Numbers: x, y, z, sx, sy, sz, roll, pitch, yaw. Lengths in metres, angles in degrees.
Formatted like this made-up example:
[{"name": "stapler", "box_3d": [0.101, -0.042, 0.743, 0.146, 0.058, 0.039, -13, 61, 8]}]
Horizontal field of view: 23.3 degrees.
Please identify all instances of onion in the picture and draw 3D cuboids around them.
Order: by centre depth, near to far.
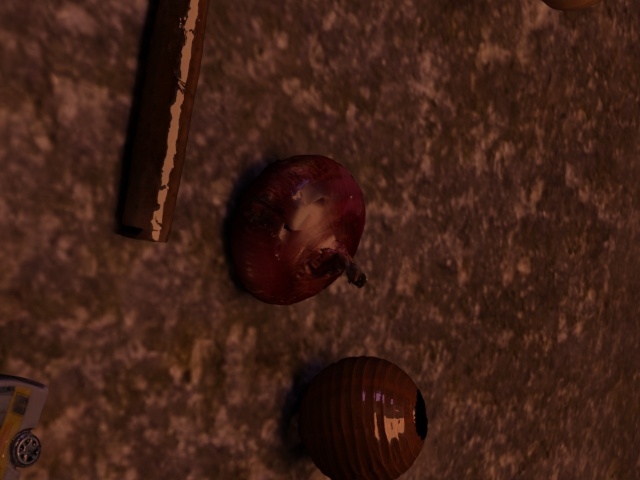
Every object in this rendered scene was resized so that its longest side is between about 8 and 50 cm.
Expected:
[{"name": "onion", "box_3d": [0.000, 0.000, 1.434, 0.150, 0.140, 0.150, -21, 122, -37]}]

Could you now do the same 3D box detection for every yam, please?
[{"name": "yam", "box_3d": [-0.123, -0.127, 1.273, 0.046, 0.046, 0.263, 4, 98, -60]}]

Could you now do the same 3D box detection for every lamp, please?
[{"name": "lamp", "box_3d": [0.042, 0.184, 1.579, 0.136, 0.136, 0.136, -28, 123, -54]}]

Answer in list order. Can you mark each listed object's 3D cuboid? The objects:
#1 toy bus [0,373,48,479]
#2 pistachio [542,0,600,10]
[{"name": "toy bus", "box_3d": [-0.262, 0.186, 1.128, 0.075, 0.064, 0.190, 26, 77, -47]}, {"name": "pistachio", "box_3d": [0.281, -0.390, 1.733, 0.193, 0.214, 0.318, 33, 59, -18]}]
